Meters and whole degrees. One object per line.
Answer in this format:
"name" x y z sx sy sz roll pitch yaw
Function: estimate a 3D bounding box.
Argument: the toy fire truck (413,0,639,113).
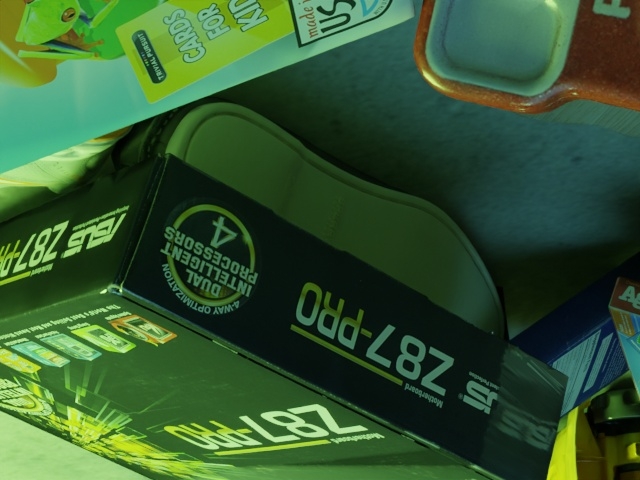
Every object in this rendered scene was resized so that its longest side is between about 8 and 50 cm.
"toy fire truck" 0.182 -0.186 0.592 0.253 0.302 0.169 13 -170 14

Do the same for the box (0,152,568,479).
"box" -0.084 0.085 0.969 0.318 0.097 0.395 28 155 -29

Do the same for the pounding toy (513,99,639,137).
"pounding toy" 0.204 -0.134 0.737 0.154 0.155 0.269 22 137 -34

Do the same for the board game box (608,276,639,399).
"board game box" 0.297 0.099 1.052 0.145 0.027 0.281 15 166 21

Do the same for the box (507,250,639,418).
"box" 0.199 0.084 1.088 0.225 0.036 0.136 -30 152 -21

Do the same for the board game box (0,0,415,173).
"board game box" -0.141 -0.134 0.537 0.336 0.079 0.254 -22 145 -5

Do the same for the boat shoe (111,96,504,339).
"boat shoe" 0.000 0.000 0.987 0.335 0.112 0.095 34 165 -37

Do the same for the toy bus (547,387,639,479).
"toy bus" 0.302 0.232 1.295 0.220 0.150 0.211 3 158 -11

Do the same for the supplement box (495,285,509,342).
"supplement box" 0.075 0.129 1.185 0.130 0.073 0.239 0 146 -3

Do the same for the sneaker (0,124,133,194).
"sneaker" -0.249 -0.073 0.869 0.262 0.099 0.121 11 148 -15
